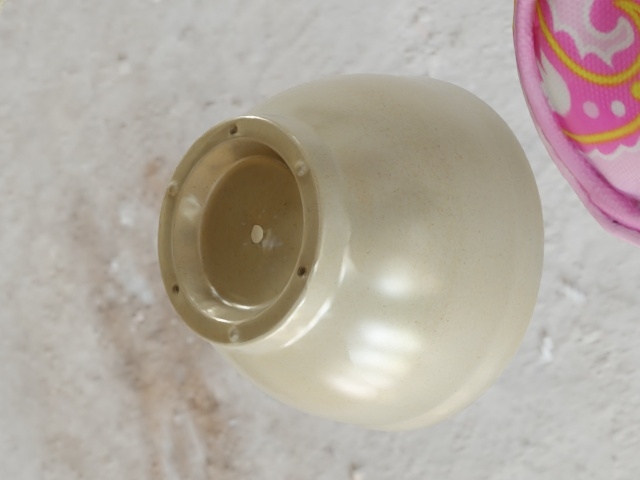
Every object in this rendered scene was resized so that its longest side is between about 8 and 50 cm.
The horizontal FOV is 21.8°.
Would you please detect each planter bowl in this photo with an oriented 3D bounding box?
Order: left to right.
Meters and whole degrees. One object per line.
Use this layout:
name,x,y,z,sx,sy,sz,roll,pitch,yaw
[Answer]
planter bowl,0.000,0.000,0.716,0.162,0.109,0.162,-7,79,41

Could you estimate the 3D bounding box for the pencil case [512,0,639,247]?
pencil case,0.168,-0.098,0.451,0.124,0.284,0.124,24,131,30

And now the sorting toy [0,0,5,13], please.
sorting toy,-0.197,-0.126,0.463,0.047,0.196,0.347,-38,78,43
